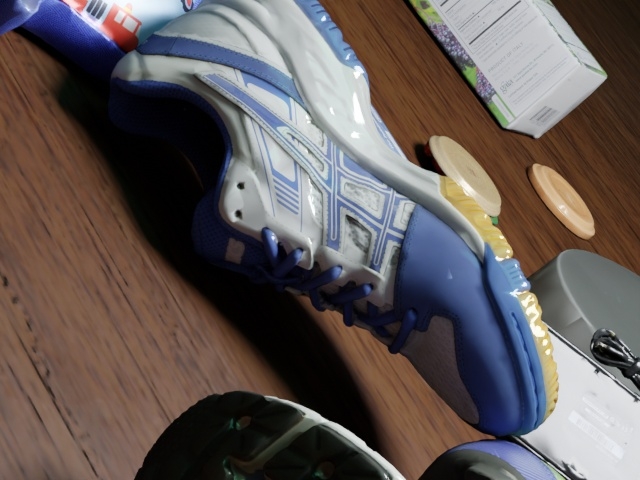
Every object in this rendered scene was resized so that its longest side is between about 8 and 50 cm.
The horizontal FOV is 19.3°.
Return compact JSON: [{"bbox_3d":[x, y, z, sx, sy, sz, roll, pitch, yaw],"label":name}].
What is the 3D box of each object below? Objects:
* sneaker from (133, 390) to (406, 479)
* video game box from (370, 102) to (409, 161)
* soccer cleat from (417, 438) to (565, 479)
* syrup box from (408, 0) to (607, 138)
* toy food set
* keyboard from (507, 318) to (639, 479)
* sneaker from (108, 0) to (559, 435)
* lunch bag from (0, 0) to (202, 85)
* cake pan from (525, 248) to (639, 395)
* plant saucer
[{"bbox_3d":[0.048,0.197,0.736,0.330,0.130,0.147,49,1,6],"label":"sneaker"},{"bbox_3d":[0.003,-0.046,1.181,0.187,0.048,0.205,12,40,-56],"label":"video game box"},{"bbox_3d":[0.152,0.218,0.928,0.289,0.093,0.121,54,17,15],"label":"soccer cleat"},{"bbox_3d":[0.155,-0.218,1.768,0.237,0.096,0.093,54,18,17],"label":"syrup box"},{"bbox_3d":[0.111,-0.047,1.456,0.083,0.020,0.082,57,20,24],"label":"toy food set"},{"bbox_3d":[0.178,0.112,1.191,0.180,0.023,0.108,38,62,-6],"label":"keyboard"},{"bbox_3d":[0.000,0.000,0.997,0.131,0.112,0.296,-30,70,-25],"label":"sneaker"},{"bbox_3d":[-0.151,-0.227,1.066,0.221,0.138,0.293,38,39,-37],"label":"lunch bag"},{"bbox_3d":[0.252,0.110,1.345,0.293,0.054,0.293,35,19,-14],"label":"cake pan"},{"bbox_3d":[0.217,-0.037,1.681,0.083,0.013,0.083,41,20,-19],"label":"plant saucer"}]
